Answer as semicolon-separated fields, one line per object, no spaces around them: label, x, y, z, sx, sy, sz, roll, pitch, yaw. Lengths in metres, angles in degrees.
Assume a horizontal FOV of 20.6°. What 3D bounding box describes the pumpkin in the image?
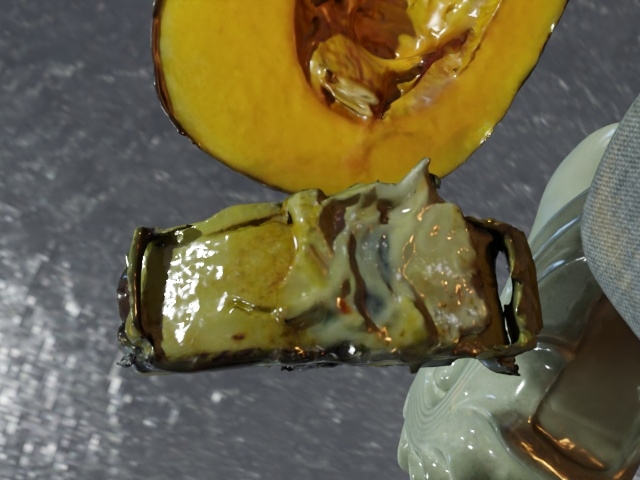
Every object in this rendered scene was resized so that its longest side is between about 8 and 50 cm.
pumpkin;0.042;-0.116;1.232;0.312;0.148;0.169;-11;94;-4

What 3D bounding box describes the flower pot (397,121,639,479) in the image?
flower pot;0.214;0.077;1.458;0.165;0.254;0.367;32;91;-15

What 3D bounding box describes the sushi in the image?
sushi;0.009;0.025;1.171;0.291;0.131;0.139;-1;76;-10

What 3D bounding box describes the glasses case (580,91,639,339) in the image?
glasses case;0.211;0.068;0.517;0.074;0.131;0.323;-26;66;-33
